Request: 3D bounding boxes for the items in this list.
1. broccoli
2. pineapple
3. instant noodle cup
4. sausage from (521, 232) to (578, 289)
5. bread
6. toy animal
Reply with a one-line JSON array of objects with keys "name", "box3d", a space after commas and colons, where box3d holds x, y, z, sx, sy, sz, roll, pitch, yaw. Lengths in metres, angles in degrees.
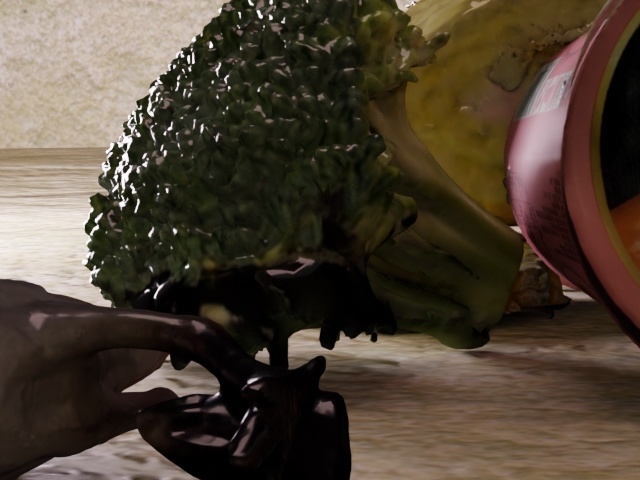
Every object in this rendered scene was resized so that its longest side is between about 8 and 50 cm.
[{"name": "broccoli", "box3d": [0.000, 0.000, 1.088, 0.243, 0.263, 0.247, 23, 27, -31]}, {"name": "pineapple", "box3d": [0.060, 0.025, 1.303, 0.221, 0.047, 0.221, -3, 7, 0]}, {"name": "instant noodle cup", "box3d": [0.205, -0.042, 1.046, 0.244, 0.244, 0.255, -3, 2, -8]}, {"name": "sausage", "box3d": [0.186, 0.005, 1.372, 0.062, 0.062, 0.154, -4, 7, -16]}, {"name": "bread", "box3d": [0.129, -0.099, 1.351, 0.236, 0.165, 0.375, -16, 4, -3]}, {"name": "toy animal", "box3d": [-0.149, 0.061, 0.797, 0.324, 0.090, 0.195, -1, 5, -13]}]
